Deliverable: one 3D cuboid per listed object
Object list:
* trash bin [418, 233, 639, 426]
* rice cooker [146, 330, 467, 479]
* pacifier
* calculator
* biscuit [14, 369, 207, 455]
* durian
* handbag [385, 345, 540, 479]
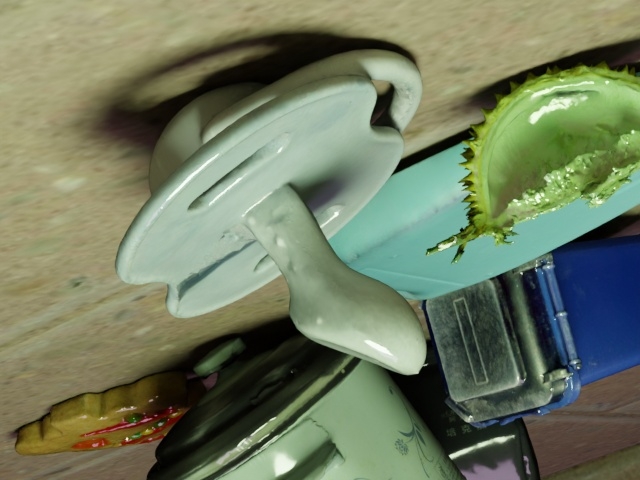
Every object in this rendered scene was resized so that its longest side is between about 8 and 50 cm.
[{"bbox_3d":[0.231,0.067,1.762,0.234,0.163,0.184,-10,173,-36],"label":"trash bin"},{"bbox_3d":[-0.015,0.222,1.840,0.264,0.317,0.316,-36,163,3],"label":"rice cooker"},{"bbox_3d":[0.000,0.000,1.225,0.227,0.207,0.279,-34,164,2],"label":"pacifier"},{"bbox_3d":[0.163,-0.042,1.524,0.386,0.054,0.256,-28,160,27],"label":"calculator"},{"bbox_3d":[-0.193,0.188,2.002,0.212,0.041,0.238,-25,162,24],"label":"biscuit"},{"bbox_3d":[0.159,-0.060,1.325,0.215,0.100,0.086,-29,129,7],"label":"durian"},{"bbox_3d":[0.071,0.202,2.127,0.301,0.275,0.178,-14,121,1],"label":"handbag"}]
